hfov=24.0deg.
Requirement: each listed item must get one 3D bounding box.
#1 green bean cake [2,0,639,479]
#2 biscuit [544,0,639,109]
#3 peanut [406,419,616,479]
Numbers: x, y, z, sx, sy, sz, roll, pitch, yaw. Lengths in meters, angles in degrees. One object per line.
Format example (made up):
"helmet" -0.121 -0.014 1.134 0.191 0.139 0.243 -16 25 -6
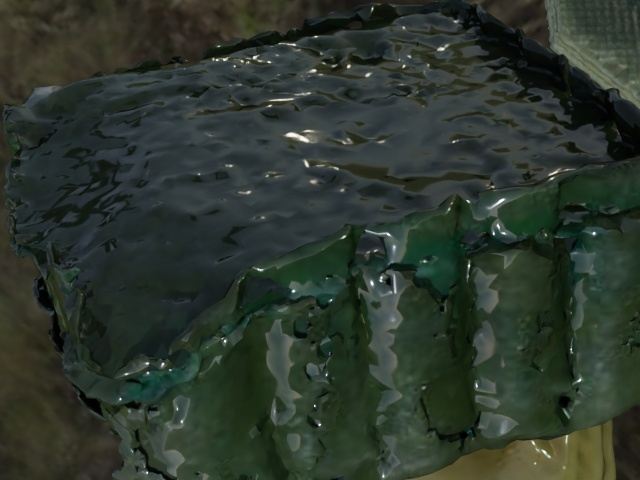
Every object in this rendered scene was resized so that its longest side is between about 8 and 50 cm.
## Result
"green bean cake" 0.000 0.000 0.646 0.255 0.132 0.241 -17 33 -16
"biscuit" 0.299 -0.186 1.330 0.150 0.052 0.252 -42 72 -18
"peanut" 0.093 0.061 0.849 0.147 0.147 0.305 -13 65 43
